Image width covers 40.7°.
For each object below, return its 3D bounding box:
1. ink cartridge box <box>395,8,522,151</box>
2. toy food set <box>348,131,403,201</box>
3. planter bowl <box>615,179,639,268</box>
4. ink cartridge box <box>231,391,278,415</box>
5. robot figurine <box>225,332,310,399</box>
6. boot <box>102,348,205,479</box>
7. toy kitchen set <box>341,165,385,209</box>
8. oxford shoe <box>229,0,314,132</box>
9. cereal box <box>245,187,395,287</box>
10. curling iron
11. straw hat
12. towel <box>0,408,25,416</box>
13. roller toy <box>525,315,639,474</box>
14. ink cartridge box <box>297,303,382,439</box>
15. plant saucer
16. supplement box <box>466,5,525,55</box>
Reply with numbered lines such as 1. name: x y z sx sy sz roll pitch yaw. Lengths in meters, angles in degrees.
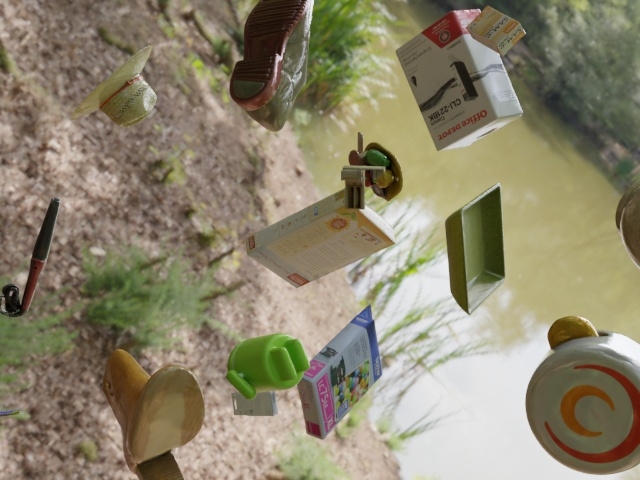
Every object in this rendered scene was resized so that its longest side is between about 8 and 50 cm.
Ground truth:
1. ink cartridge box: 0.322 -0.371 2.018 0.114 0.197 0.273 -18 83 -43
2. toy food set: 0.117 -0.173 2.125 0.071 0.128 0.218 -12 32 -26
3. planter bowl: 0.467 -0.025 1.155 0.162 0.162 0.109 36 3 -30
4. ink cartridge box: -0.166 0.409 2.174 0.029 0.115 0.063 -13 97 -64
5. robot figurine: -0.065 0.147 1.028 0.101 0.115 0.067 -29 99 -44
6. boot: -0.249 0.218 1.195 0.104 0.295 0.211 -15 46 -27
7. toy kitchen set: 0.071 -0.084 1.410 0.083 0.068 0.075 -53 144 -77
8. oxford shoe: -0.078 -0.369 1.689 0.130 0.123 0.348 51 50 -48
9. cereal box: 0.000 0.000 1.664 0.173 0.240 0.047 39 35 -46
10. curling iron: -0.550 0.039 1.641 0.068 0.274 0.035 13 27 -41
11. straw hat: -0.250 -0.182 1.117 0.061 0.144 0.144 47 20 -8
12. towel: -0.620 0.335 1.668 0.060 0.083 0.009 136 -50 -79
13. roller toy: 0.405 0.232 1.271 0.209 0.191 0.146 29 18 17
14. ink cartridge box: 0.064 0.314 2.097 0.311 0.065 0.186 -42 134 -41
15. plant saucer: 0.268 0.010 1.508 0.188 0.045 0.188 -30 118 -54
16. supplement box: 0.336 -0.404 1.659 0.036 0.062 0.098 43 2 -46
